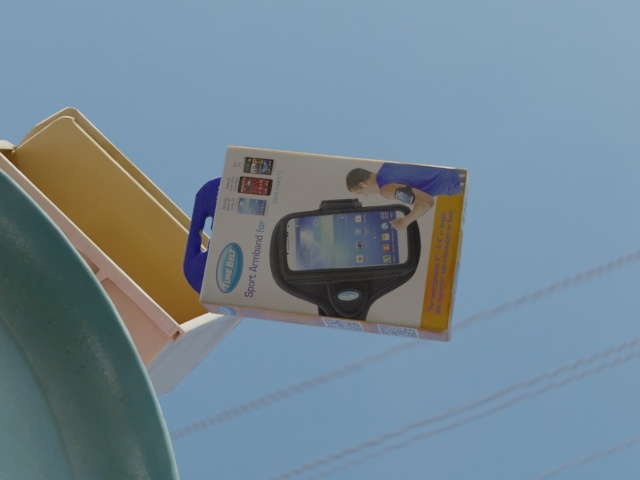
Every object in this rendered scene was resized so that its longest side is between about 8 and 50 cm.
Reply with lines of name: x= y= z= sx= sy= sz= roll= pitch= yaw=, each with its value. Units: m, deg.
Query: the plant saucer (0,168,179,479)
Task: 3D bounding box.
plant saucer: x=-0.173 y=0.083 z=0.412 sx=0.044 sy=0.317 sz=0.317 roll=-30 pitch=-76 yaw=33

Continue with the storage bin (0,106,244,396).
storage bin: x=-0.196 y=0.007 z=0.968 sx=0.260 sy=0.262 sz=0.123 roll=44 pitch=-81 yaw=6

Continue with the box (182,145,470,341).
box: x=0.000 y=0.000 z=0.618 sx=0.136 sy=0.028 sz=0.081 roll=6 pitch=-105 yaw=8
